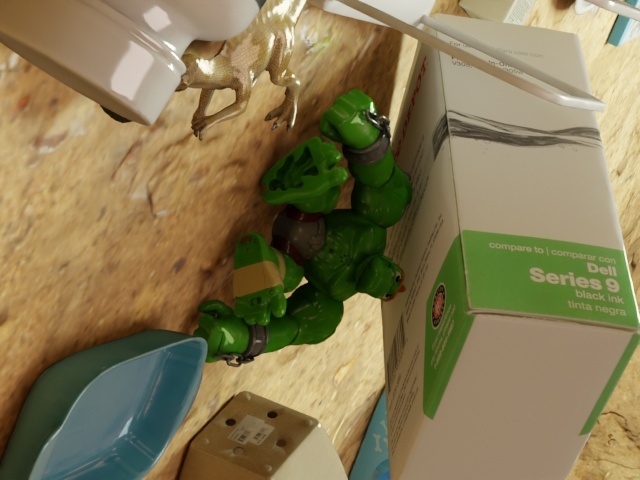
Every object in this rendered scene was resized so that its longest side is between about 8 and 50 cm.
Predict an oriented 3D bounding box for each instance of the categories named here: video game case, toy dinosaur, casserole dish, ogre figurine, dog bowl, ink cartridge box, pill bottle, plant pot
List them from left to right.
[{"bbox_3d":[-0.132,0.107,0.928,0.114,0.037,0.188,-66,162,16],"label":"casserole dish"},{"bbox_3d":[-0.057,-0.143,0.630,0.180,0.108,0.108,-60,163,-4],"label":"pill bottle"},{"bbox_3d":[-0.046,0.181,1.179,0.109,0.109,0.096,-44,144,-42],"label":"plant pot"},{"bbox_3d":[-0.030,-0.110,0.849,0.183,0.053,0.092,-48,157,-36],"label":"toy dinosaur"},{"bbox_3d":[0.000,0.000,1.049,0.118,0.097,0.197,19,84,-54],"label":"ogre figurine"},{"bbox_3d":[0.098,0.228,1.692,0.166,0.074,0.297,-36,150,-53],"label":"dog bowl"},{"bbox_3d":[0.120,0.011,1.099,0.211,0.122,0.289,105,-12,-47],"label":"ink cartridge box"},{"bbox_3d":[0.382,-0.288,1.780,0.166,0.015,0.119,-27,143,-60],"label":"video game case"}]

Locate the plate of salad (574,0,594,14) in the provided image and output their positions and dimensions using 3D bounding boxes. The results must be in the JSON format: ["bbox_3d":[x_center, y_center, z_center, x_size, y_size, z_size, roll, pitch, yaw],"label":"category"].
[{"bbox_3d":[0.294,-0.302,1.462,0.200,0.048,0.200,-48,167,-15],"label":"plate of salad"}]

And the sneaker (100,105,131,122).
[{"bbox_3d":[-0.075,-0.107,0.751,0.109,0.040,0.044,-65,164,14],"label":"sneaker"}]

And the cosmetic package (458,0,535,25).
[{"bbox_3d":[0.157,-0.221,1.215,0.115,0.041,0.060,-62,162,2],"label":"cosmetic package"}]

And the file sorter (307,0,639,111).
[{"bbox_3d":[0.147,-0.232,0.955,0.277,0.173,0.193,-64,162,12],"label":"file sorter"}]
